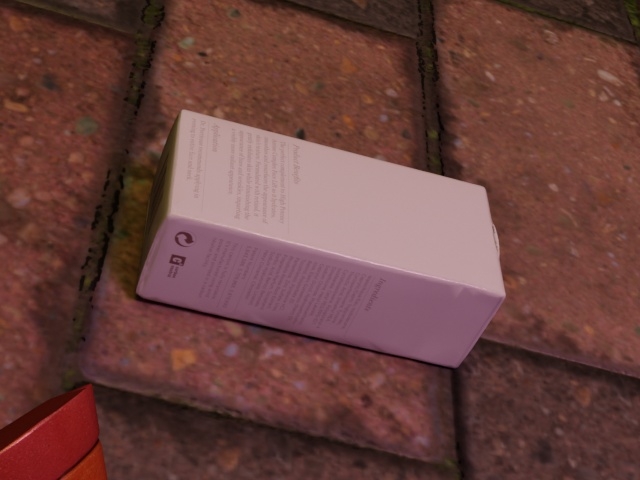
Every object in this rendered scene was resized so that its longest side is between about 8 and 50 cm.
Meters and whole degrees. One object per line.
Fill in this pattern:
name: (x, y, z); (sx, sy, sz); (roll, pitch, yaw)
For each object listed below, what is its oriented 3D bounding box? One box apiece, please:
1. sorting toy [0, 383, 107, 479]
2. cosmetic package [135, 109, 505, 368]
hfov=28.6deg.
sorting toy: (-0.201, 0.207, 0.532); (0.365, 0.127, 0.126); (-39, 99, -45)
cosmetic package: (0.000, 0.000, 0.853); (0.231, 0.085, 0.117); (15, 40, -13)
